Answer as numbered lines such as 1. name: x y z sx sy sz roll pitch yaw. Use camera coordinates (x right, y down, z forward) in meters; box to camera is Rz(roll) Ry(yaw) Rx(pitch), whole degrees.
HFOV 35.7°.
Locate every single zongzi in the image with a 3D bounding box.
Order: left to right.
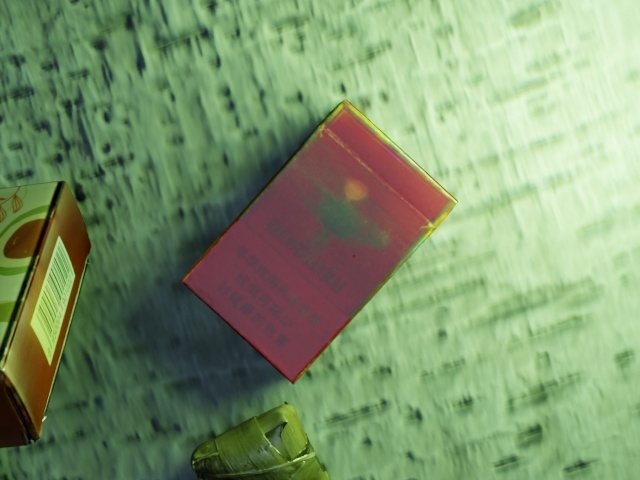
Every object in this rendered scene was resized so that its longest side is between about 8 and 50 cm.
1. zongzi: -0.070 0.319 1.309 0.160 0.078 0.176 -26 99 12

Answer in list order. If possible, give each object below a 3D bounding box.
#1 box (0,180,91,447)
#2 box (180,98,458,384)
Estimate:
1. box: -0.503 0.094 1.192 0.385 0.344 0.122 -7 128 5
2. box: 0.000 0.001 1.274 0.197 0.089 0.313 43 96 3
